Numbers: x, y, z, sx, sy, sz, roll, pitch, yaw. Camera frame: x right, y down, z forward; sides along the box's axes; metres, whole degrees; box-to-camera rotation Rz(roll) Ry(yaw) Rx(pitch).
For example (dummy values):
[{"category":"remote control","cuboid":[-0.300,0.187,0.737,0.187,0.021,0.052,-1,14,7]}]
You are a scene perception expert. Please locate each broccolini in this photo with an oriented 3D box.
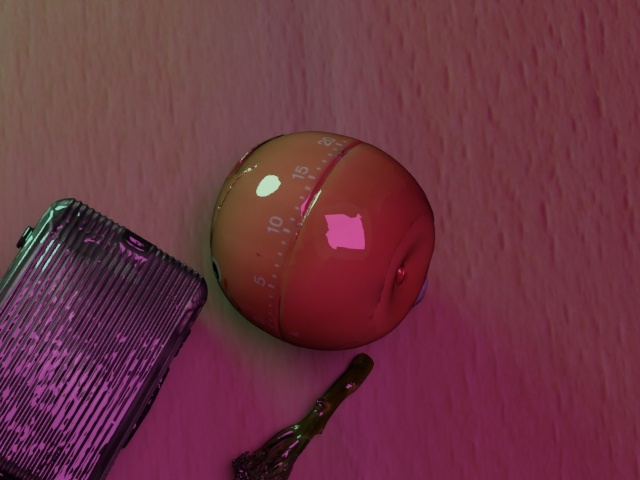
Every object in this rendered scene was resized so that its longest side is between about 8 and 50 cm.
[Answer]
[{"category":"broccolini","cuboid":[-0.019,0.204,1.222,0.067,0.058,0.216,46,58,-5]}]

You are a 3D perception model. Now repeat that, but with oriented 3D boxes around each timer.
[{"category":"timer","cuboid":[0.000,0.000,1.167,0.214,0.230,0.230,23,67,24]}]

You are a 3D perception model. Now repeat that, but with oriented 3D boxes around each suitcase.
[{"category":"suitcase","cuboid":[-0.260,0.125,1.109,0.202,0.128,0.312,32,68,-8]}]

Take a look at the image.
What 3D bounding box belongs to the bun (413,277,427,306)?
[{"category":"bun","cuboid":[0.084,0.049,1.287,0.083,0.045,0.083,3,77,-14]}]
